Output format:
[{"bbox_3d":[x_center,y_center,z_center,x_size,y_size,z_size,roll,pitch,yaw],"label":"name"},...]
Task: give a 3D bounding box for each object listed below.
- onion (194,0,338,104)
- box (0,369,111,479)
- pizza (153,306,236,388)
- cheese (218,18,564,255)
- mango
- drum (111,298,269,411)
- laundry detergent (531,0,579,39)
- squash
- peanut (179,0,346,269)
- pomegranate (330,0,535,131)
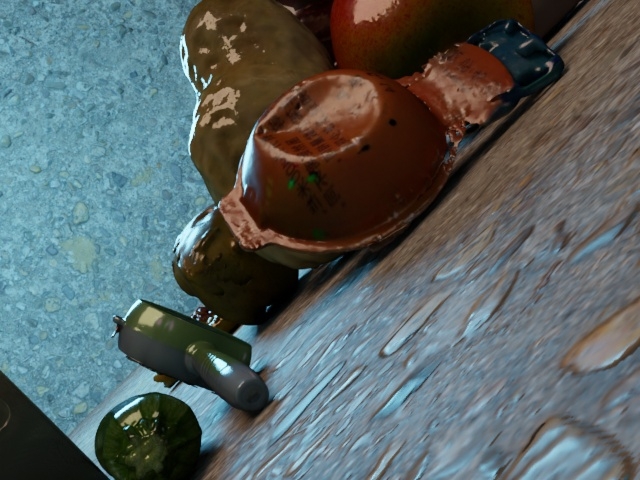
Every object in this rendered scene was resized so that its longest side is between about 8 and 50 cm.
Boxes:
[{"bbox_3d":[0.012,-0.246,1.767,0.420,0.398,0.398,-3,-30,-48],"label":"onion"},{"bbox_3d":[-0.344,0.222,1.045,0.149,0.226,0.226,-46,4,-19],"label":"box"},{"bbox_3d":[-0.169,0.127,1.491,0.201,0.053,0.193,-45,4,-8],"label":"pizza"},{"bbox_3d":[0.060,-0.095,0.917,0.329,0.129,0.217,-32,47,-6],"label":"cheese"},{"bbox_3d":[-0.108,0.027,1.223,0.156,0.151,0.248,-10,5,5],"label":"mango"},{"bbox_3d":[-0.078,0.105,0.837,0.253,0.130,0.049,18,83,54],"label":"drum"},{"bbox_3d":[0.256,-0.283,1.321,0.237,0.076,0.171,-45,4,-11],"label":"laundry detergent"},{"bbox_3d":[-0.132,0.152,0.777,0.077,0.068,0.219,-33,1,-16],"label":"squash"},{"bbox_3d":[-0.059,-0.131,1.136,0.192,0.387,0.169,0,-41,-26],"label":"peanut"},{"bbox_3d":[0.125,-0.214,1.103,0.221,0.221,0.256,-42,37,24],"label":"pomegranate"}]
